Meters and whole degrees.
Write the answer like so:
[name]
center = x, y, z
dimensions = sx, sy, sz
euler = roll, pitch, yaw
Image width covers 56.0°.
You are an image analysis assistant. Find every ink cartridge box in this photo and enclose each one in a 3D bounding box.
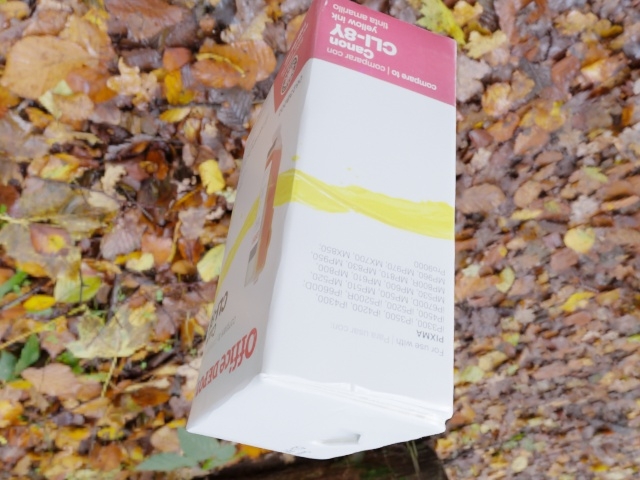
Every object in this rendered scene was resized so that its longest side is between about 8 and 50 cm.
[ink cartridge box]
center = 0.000, 0.000, 0.613
dimensions = 0.161, 0.384, 0.279
euler = 16, 151, -17
